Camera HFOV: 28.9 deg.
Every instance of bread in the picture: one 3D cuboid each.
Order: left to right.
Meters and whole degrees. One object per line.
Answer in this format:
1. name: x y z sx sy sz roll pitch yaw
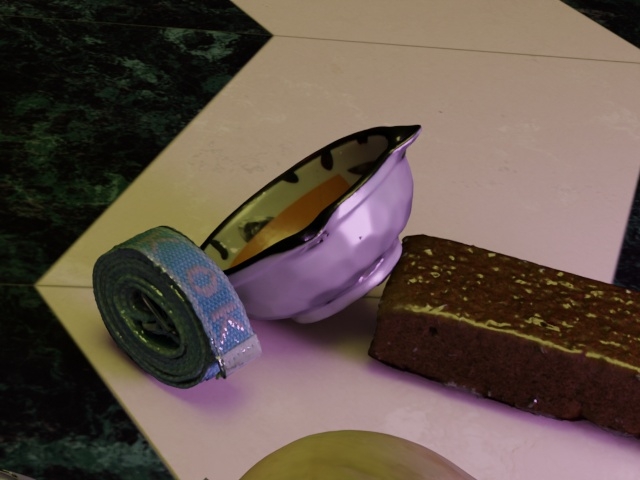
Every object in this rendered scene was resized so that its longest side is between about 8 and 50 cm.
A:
1. bread: 0.262 0.114 1.312 0.417 0.113 0.165 16 34 11

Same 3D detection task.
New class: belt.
1. belt: -0.149 0.067 1.247 0.082 0.148 0.163 -28 93 -44

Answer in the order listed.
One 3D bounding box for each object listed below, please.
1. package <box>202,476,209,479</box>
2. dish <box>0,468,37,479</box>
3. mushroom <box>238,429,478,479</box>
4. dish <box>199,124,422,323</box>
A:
1. package: -0.129 0.247 1.101 0.037 0.015 0.110 38 44 26
2. dish: -0.286 0.255 0.987 0.260 0.085 0.260 7 34 -5
3. mushroom: 0.032 0.281 0.813 0.353 0.325 0.353 15 21 -6
4. dish: 0.000 0.000 1.339 0.303 0.120 0.303 -32 16 11
